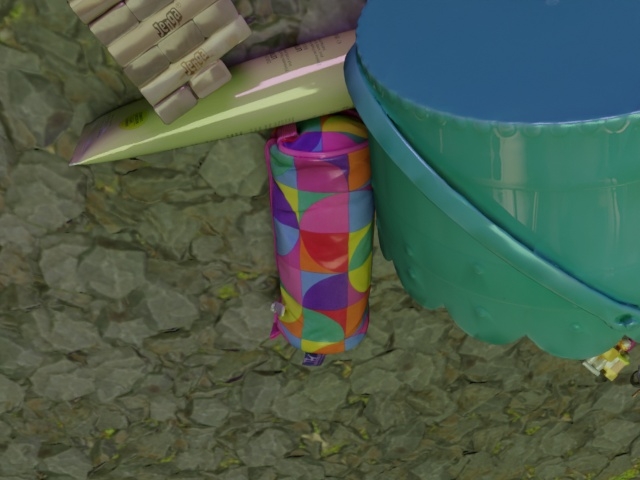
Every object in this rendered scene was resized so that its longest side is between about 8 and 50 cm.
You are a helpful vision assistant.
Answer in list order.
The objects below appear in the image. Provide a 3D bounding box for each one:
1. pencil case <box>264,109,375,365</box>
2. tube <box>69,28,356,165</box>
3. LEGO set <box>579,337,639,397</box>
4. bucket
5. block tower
[{"bbox_3d":[0.000,0.000,0.610,0.105,0.104,0.236,-3,123,-7],"label":"pencil case"},{"bbox_3d":[-0.078,-0.109,0.532,0.240,0.062,0.070,-16,169,-2],"label":"tube"},{"bbox_3d":[0.275,0.061,0.685,0.287,0.132,0.107,34,105,-20],"label":"LEGO set"},{"bbox_3d":[0.154,-0.082,0.453,0.281,0.281,0.183,-16,134,2],"label":"bucket"},{"bbox_3d":[-0.168,-0.235,0.403,0.091,0.097,0.335,-36,129,0],"label":"block tower"}]
